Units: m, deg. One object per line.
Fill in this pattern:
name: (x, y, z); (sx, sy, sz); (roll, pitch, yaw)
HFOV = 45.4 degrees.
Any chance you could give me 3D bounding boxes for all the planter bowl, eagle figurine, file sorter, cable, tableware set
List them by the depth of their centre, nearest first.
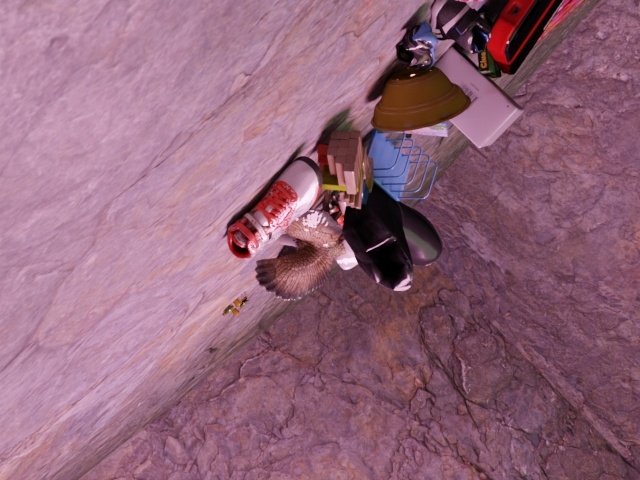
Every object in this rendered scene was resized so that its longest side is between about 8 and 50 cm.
planter bowl: (0.202, -0.313, 1.618); (0.217, 0.090, 0.217); (-14, -154, 7)
file sorter: (0.204, -0.189, 1.941); (0.170, 0.105, 0.118); (35, 68, -43)
eagle figurine: (-0.032, 0.013, 1.996); (0.225, 0.226, 0.298); (-25, -175, 20)
cable: (0.092, -0.029, 2.229); (0.072, 0.287, 0.139); (5, -135, 51)
tableware set: (-0.268, 0.215, 2.462); (0.104, 0.024, 0.154); (-42, 173, -12)

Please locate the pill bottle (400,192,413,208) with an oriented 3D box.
pill bottle: (0.178, -0.132, 2.244); (0.108, 0.193, 0.108); (-43, 173, -7)

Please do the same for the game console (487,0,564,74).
game console: (0.528, -0.586, 1.796); (0.386, 0.060, 0.342); (-56, 166, 11)

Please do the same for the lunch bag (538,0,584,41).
lunch bag: (0.625, -0.650, 2.082); (0.293, 0.120, 0.258); (-42, 176, 7)

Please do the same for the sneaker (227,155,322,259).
sneaker: (-0.101, -0.056, 1.595); (0.145, 0.090, 0.270); (-40, 175, -43)

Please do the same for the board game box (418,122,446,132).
board game box: (0.227, -0.287, 1.845); (0.211, 0.160, 0.039); (-3, 100, -79)

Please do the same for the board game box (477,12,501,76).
board game box: (0.415, -0.476, 1.891); (0.030, 0.136, 0.260); (-2, -173, 20)

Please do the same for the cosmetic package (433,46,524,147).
cosmetic package: (0.386, -0.362, 1.959); (0.138, 0.224, 0.225); (-47, 171, 21)

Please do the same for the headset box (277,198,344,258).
headset box: (0.000, 0.000, 2.353); (0.293, 0.110, 0.218); (-38, 171, -36)

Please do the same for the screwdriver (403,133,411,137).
screwdriver: (0.248, -0.326, 2.240); (0.170, 0.024, 0.025); (30, 76, -75)

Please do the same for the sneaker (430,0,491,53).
sneaker: (0.279, -0.411, 1.520); (0.079, 0.121, 0.217); (-44, 173, 8)

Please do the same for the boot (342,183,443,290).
boot: (0.201, 0.006, 1.974); (0.146, 0.367, 0.445); (-47, -166, 13)

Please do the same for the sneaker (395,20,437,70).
sneaker: (0.184, -0.375, 1.499); (0.078, 0.067, 0.188); (-23, 176, 5)

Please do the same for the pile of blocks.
pile of blocks: (0.045, -0.145, 1.731); (0.362, 0.113, 0.148); (32, 64, -78)
